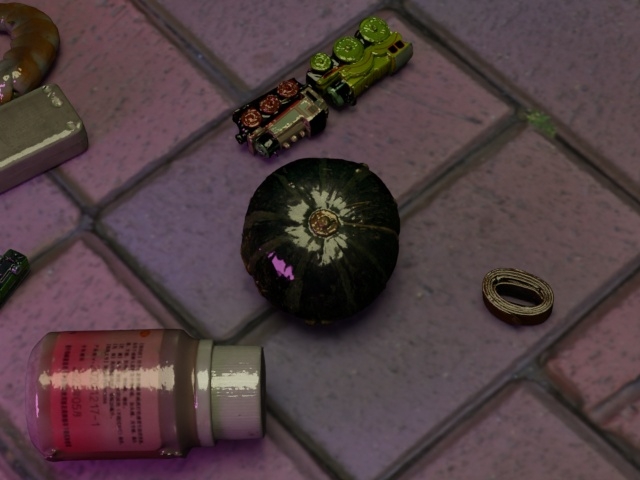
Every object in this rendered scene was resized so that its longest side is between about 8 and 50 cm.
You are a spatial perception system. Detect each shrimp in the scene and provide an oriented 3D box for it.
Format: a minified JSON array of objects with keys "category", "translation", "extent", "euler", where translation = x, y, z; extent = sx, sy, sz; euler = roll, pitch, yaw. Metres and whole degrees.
[{"category":"shrimp","translation":[-0.419,-0.246,2.023],"extent":[0.166,0.049,0.161],"euler":[15,57,13]}]

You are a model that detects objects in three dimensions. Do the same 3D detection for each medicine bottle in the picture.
[{"category":"medicine bottle","translation":[-0.183,0.164,1.697],"extent":[0.247,0.147,0.147],"euler":[-2,58,1]}]

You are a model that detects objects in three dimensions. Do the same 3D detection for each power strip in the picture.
[{"category":"power strip","translation":[-0.427,-0.092,1.920],"extent":[0.288,0.053,0.093],"euler":[-28,62,-14]}]

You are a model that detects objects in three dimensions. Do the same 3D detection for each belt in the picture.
[{"category":"belt","translation":[0.223,0.066,1.804],"extent":[0.083,0.036,0.059],"euler":[18,67,14]}]

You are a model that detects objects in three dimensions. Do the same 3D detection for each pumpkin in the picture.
[{"category":"pumpkin","translation":[0.000,-0.002,1.790],"extent":[0.190,0.146,0.190],"euler":[0,59,0]}]

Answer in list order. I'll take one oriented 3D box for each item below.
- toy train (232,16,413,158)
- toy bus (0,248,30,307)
[{"category":"toy train","translation":[0.001,-0.187,1.963],"extent":[0.250,0.053,0.085],"euler":[-37,69,-19]},{"category":"toy bus","translation":[-0.372,0.050,1.838],"extent":[0.031,0.037,0.083],"euler":[26,63,16]}]
